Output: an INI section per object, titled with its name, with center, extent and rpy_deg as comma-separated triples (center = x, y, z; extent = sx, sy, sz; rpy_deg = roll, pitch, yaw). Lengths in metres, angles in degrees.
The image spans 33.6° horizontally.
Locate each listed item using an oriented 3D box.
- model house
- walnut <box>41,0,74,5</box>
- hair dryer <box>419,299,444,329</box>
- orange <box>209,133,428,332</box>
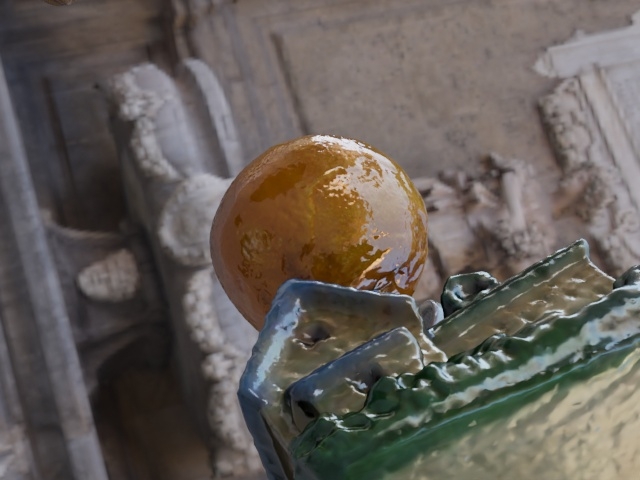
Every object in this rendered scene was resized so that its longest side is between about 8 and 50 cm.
[model house]
center = 0.133, 0.155, 0.994
extent = 0.342, 0.382, 0.335
rpy_deg = 47, -22, 57
[walnut]
center = -0.308, -0.441, 1.092
extent = 0.308, 0.354, 0.398
rpy_deg = -49, 131, -58
[hair dryer]
center = 0.198, 0.154, 1.303
extent = 0.073, 0.131, 0.236
rpy_deg = -61, -163, 5
[orange]
center = 0.000, 0.000, 1.262
extent = 0.261, 0.261, 0.261
rpy_deg = 166, -90, -73
